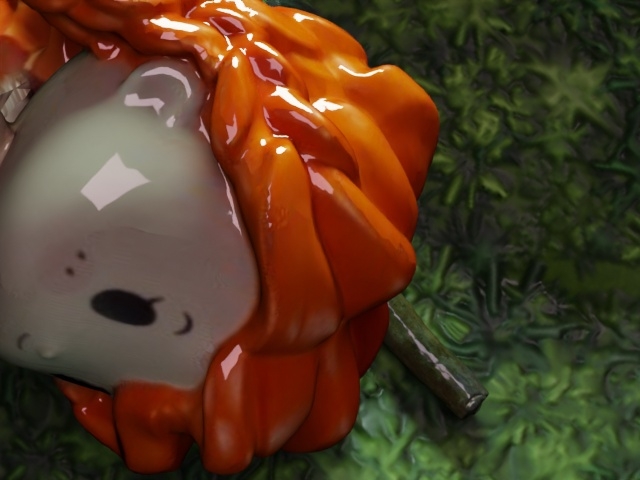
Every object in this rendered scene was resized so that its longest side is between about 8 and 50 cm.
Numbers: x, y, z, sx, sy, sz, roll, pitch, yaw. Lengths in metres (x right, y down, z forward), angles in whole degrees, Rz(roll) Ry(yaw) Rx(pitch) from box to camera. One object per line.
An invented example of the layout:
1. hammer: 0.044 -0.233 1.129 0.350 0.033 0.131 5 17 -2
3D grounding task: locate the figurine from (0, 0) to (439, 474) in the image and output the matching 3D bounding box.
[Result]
1. figurine: -0.161 -0.024 0.725 0.412 0.241 0.306 -9 50 -32

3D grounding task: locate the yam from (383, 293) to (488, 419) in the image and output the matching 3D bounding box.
1. yam: -0.001 0.001 0.878 0.027 0.029 0.234 -43 79 -12
